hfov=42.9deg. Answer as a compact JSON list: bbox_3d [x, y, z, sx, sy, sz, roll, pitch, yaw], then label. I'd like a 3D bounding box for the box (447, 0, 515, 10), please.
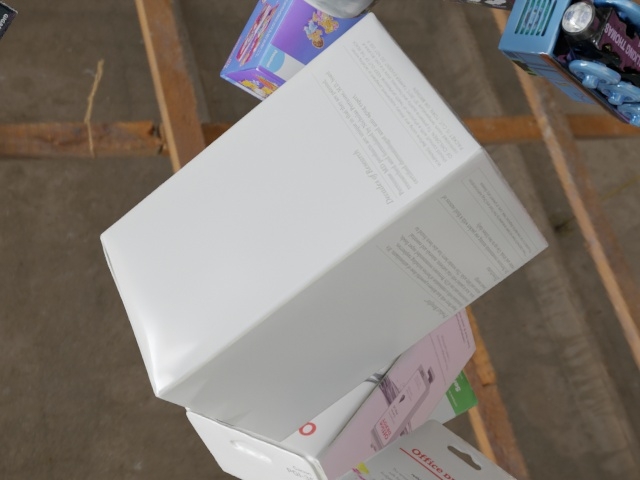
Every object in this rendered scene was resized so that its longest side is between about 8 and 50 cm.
[{"bbox_3d":[0.209,-0.449,1.064,0.142,0.163,0.248,8,-80,-58],"label":"box"}]

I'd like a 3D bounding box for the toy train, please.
[{"bbox_3d":[0.239,-0.158,0.703,0.184,0.105,0.080,18,-85,-46],"label":"toy train"}]

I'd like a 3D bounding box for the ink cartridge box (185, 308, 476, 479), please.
[{"bbox_3d":[0.017,0.158,0.942,0.283,0.207,0.117,-46,-52,-33],"label":"ink cartridge box"}]

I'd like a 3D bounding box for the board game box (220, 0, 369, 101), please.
[{"bbox_3d":[0.015,-0.327,0.945,0.078,0.233,0.347,28,-89,-19],"label":"board game box"}]

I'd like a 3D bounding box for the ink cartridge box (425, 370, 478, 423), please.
[{"bbox_3d":[0.122,0.285,1.344,0.219,0.160,0.093,-20,-101,-25],"label":"ink cartridge box"}]

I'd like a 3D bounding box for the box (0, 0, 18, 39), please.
[{"bbox_3d":[-0.502,-0.241,1.073,0.051,0.175,0.220,30,-86,-45],"label":"box"}]

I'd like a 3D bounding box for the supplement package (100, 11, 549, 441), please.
[{"bbox_3d":[0.000,0.000,0.671,0.177,0.293,0.175,40,-164,-52],"label":"supplement package"}]

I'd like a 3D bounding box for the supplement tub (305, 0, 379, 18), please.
[{"bbox_3d":[0.068,-0.359,0.626,0.207,0.338,0.207,35,-152,-22],"label":"supplement tub"}]

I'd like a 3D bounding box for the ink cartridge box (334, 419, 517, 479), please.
[{"bbox_3d":[0.070,0.231,0.673,0.104,0.062,0.181,33,-144,33],"label":"ink cartridge box"}]
